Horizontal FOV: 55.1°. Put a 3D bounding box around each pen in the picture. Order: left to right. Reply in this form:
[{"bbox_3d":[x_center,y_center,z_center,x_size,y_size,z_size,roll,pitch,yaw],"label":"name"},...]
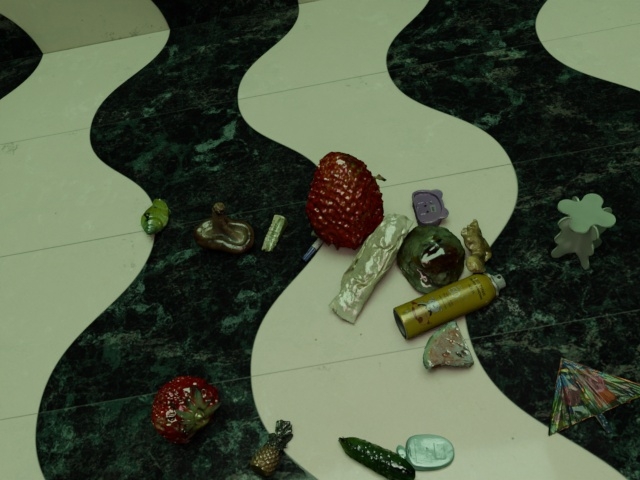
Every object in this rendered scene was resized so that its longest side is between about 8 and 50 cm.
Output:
[{"bbox_3d":[0.000,0.000,2.125,0.025,0.025,0.204,26,62,27],"label":"pen"}]

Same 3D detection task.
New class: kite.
[{"bbox_3d":[0.729,0.416,1.674,0.321,0.016,0.234,-20,50,-6],"label":"kite"}]

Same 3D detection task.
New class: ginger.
[{"bbox_3d":[0.484,0.024,1.937,0.059,0.133,0.214,-27,10,35],"label":"ginger"}]

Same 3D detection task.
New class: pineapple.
[{"bbox_3d":[-0.128,0.563,1.680,0.074,0.074,0.159,17,49,22],"label":"pineapple"}]

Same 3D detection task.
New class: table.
[{"bbox_3d":[0.797,-0.022,1.885,0.166,0.198,0.167,-5,51,7],"label":"table"}]

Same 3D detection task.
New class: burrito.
[{"bbox_3d":[0.159,0.076,1.956,0.117,0.076,0.392,30,79,14],"label":"burrito"}]

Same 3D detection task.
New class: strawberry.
[{"bbox_3d":[-0.398,0.468,1.739,0.201,0.184,0.187,12,89,45],"label":"strawberry"},{"bbox_3d":[0.098,-0.135,2.002,0.292,0.343,0.292,6,62,-12],"label":"strawberry"}]

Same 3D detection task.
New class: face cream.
[{"bbox_3d":[0.397,0.186,1.855,0.348,0.105,0.105,-21,52,-7],"label":"face cream"}]

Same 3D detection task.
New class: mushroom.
[{"bbox_3d":[-0.350,-0.062,2.110,0.226,0.218,0.148,4,54,13],"label":"mushroom"}]

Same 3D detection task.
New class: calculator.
[{"bbox_3d":[0.278,0.563,1.633,0.152,0.021,0.095,-2,51,4],"label":"calculator"}]

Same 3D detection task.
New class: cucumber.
[{"bbox_3d":[0.146,0.574,1.623,0.227,0.069,0.069,18,57,27],"label":"cucumber"}]

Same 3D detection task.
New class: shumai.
[{"bbox_3d":[0.353,0.018,1.936,0.222,0.204,0.272,-18,47,-5],"label":"shumai"}]

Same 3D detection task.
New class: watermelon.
[{"bbox_3d":[0.374,0.331,1.774,0.139,0.071,0.187,33,56,23],"label":"watermelon"}]

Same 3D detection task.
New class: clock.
[{"bbox_3d":[0.378,-0.108,2.123,0.110,0.050,0.153,-10,52,2],"label":"clock"}]

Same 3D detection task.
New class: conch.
[{"bbox_3d":[-0.611,-0.080,2.271,0.094,0.080,0.201,18,46,0],"label":"conch"}]

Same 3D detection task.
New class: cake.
[{"bbox_3d":[-0.161,-0.018,2.168,0.051,0.055,0.140,16,74,20],"label":"cake"}]
